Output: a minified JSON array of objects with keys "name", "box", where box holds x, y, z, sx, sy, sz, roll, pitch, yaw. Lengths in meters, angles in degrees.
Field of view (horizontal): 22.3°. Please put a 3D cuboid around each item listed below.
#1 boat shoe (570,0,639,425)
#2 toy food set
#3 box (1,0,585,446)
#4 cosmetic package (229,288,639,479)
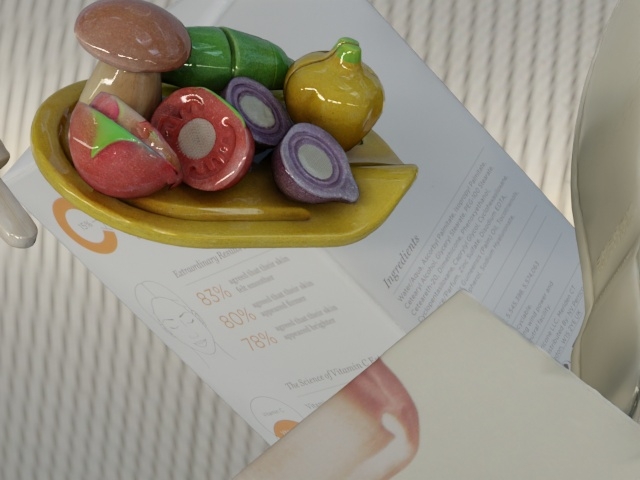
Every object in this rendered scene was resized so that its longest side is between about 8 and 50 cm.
[{"name":"boat shoe","box":[0.189,-0.017,0.810,0.097,0.324,0.116,16,139,-9]},{"name":"toy food set","box":[-0.053,-0.060,0.714,0.128,0.218,0.071,58,140,44]},{"name":"box","box":[0.000,0.000,1.077,0.345,0.168,0.215,46,144,-17]},{"name":"cosmetic package","box":[-0.001,0.178,0.621,0.296,0.153,0.129,-37,49,-15]}]
